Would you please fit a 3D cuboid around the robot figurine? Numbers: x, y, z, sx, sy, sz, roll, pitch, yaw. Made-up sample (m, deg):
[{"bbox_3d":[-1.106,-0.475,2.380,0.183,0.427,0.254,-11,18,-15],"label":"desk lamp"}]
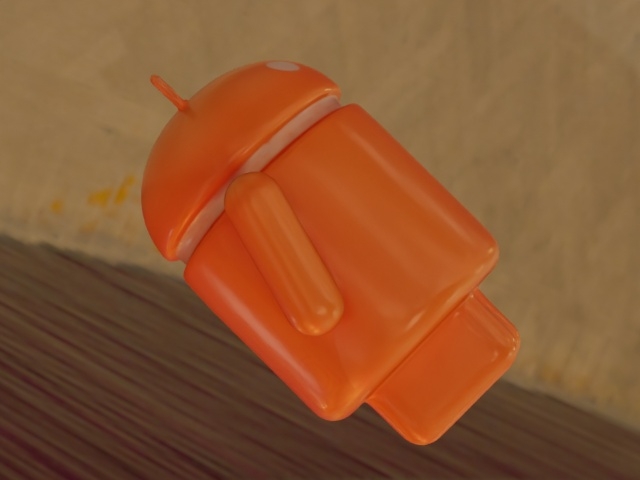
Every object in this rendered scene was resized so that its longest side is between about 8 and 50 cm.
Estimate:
[{"bbox_3d":[0.000,0.000,0.774,0.158,0.219,0.128,-39,171,-44],"label":"robot figurine"}]
